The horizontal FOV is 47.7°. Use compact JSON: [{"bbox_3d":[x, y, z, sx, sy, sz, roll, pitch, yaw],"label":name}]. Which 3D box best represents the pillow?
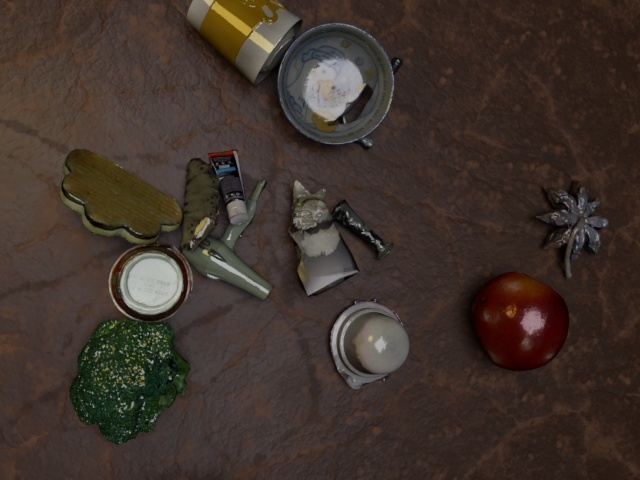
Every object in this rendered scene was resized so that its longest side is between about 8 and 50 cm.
[{"bbox_3d":[-0.263,-0.087,1.626,0.093,0.051,0.241,-10,62,20],"label":"pillow"}]

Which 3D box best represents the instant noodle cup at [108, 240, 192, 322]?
[{"bbox_3d":[-0.362,0.088,1.553,0.193,0.212,0.193,1,87,-14],"label":"instant noodle cup"}]

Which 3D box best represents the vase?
[{"bbox_3d":[0.100,-0.024,1.748,0.167,0.059,0.059,41,79,-8],"label":"vase"}]

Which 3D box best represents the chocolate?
[{"bbox_3d":[0.128,0.249,1.696,0.222,0.147,0.221,0,91,-13],"label":"chocolate"}]

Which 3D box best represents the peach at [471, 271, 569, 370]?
[{"bbox_3d":[0.481,0.200,1.755,0.244,0.199,0.243,0,89,-3],"label":"peach"}]

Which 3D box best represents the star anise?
[{"bbox_3d":[0.658,-0.034,1.870,0.230,0.081,0.262,8,83,-23],"label":"star anise"}]

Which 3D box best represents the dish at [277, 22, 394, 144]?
[{"bbox_3d":[0.028,-0.367,1.709,0.274,0.134,0.273,-2,102,-8],"label":"dish"}]

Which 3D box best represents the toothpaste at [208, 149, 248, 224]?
[{"bbox_3d":[-0.204,-0.130,1.664,0.071,0.045,0.193,-11,61,-14],"label":"toothpaste"}]

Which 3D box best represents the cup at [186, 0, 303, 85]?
[{"bbox_3d":[-0.163,-0.504,1.668,0.226,0.185,0.241,36,46,-4],"label":"cup"}]

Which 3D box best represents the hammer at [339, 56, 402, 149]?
[{"bbox_3d":[0.132,-0.354,1.789,0.103,0.029,0.246,30,80,-11],"label":"hammer"}]

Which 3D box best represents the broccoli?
[{"bbox_3d":[-0.400,0.295,1.543,0.294,0.245,0.265,-46,58,8],"label":"broccoli"}]

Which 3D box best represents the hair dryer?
[{"bbox_3d":[-0.157,0.016,1.662,0.267,0.092,0.229,-39,82,-15],"label":"hair dryer"}]

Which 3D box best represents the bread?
[{"bbox_3d":[-0.448,-0.081,1.567,0.287,0.056,0.207,33,37,-6],"label":"bread"}]

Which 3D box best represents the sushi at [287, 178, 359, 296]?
[{"bbox_3d":[-0.020,-0.004,1.706,0.134,0.109,0.272,-19,77,-9],"label":"sushi"}]
